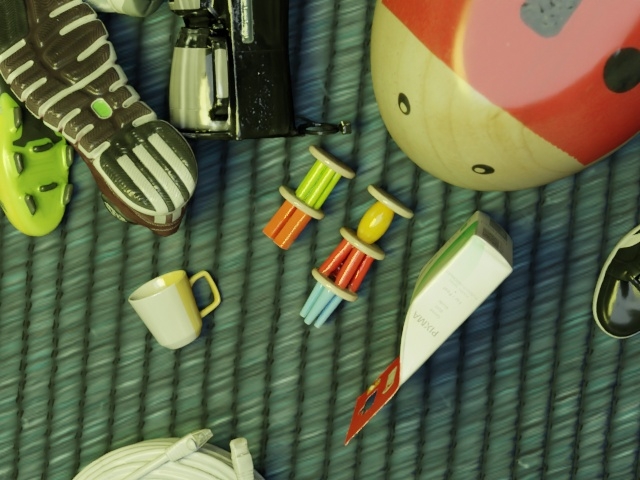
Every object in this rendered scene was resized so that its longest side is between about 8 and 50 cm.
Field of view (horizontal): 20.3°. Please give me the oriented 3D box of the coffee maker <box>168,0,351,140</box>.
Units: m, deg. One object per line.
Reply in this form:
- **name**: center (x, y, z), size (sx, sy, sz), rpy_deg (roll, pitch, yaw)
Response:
- **coffee maker**: center (-0.067, -0.187, 1.696), size (0.171, 0.120, 0.178), rpy_deg (-6, 100, -35)

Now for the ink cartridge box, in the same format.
- **ink cartridge box**: center (0.089, 0.076, 1.676), size (0.056, 0.181, 0.224), rpy_deg (45, 100, -2)

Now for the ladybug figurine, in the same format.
- **ladybug figurine**: center (0.227, -0.242, 1.632), size (0.305, 0.162, 0.449), rpy_deg (35, 98, -1)

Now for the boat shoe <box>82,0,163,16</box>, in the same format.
- **boat shoe**: center (-0.199, -0.372, 1.672), size (0.103, 0.118, 0.320), rpy_deg (6, 106, 22)

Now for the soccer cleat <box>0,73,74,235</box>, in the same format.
- **soccer cleat**: center (-0.331, -0.138, 1.738), size (0.121, 0.093, 0.289), rpy_deg (-14, 102, 36)

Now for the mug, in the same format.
- **mug**: center (-0.140, 0.068, 1.754), size (0.078, 0.062, 0.064), rpy_deg (-22, 103, 13)

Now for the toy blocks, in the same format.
- **toy blocks**: center (0.000, 0.000, 1.736), size (0.123, 0.054, 0.148), rpy_deg (34, 99, -2)

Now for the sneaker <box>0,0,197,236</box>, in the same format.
- **sneaker**: center (-0.221, -0.110, 1.702), size (0.106, 0.162, 0.281), rpy_deg (-31, 73, -15)

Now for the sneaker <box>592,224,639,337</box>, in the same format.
- **sneaker**: center (0.337, 0.008, 1.678), size (0.079, 0.121, 0.217), rpy_deg (40, 98, 0)

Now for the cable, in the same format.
- **cable**: center (-0.152, 0.323, 1.774), size (0.257, 0.089, 0.257), rpy_deg (-18, 97, 7)
